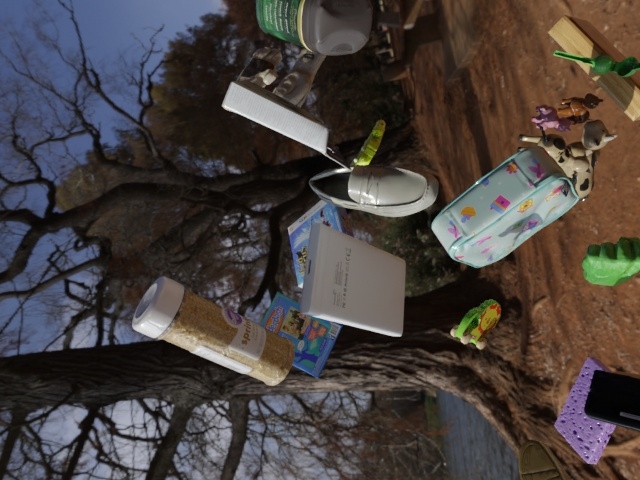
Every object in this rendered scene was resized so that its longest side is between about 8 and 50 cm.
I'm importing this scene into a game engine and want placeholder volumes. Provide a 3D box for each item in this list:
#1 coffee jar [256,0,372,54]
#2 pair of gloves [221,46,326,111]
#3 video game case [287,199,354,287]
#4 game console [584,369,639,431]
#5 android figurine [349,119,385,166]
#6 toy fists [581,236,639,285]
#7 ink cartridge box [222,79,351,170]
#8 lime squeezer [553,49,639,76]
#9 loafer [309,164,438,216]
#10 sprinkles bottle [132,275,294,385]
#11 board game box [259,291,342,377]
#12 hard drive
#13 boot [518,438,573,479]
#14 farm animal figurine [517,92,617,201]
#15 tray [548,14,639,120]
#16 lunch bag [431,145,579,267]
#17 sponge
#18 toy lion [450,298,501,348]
[{"bbox_3d":[-0.013,-0.314,0.569,0.184,0.096,0.079,46,143,44],"label":"coffee jar"},{"bbox_3d":[-0.118,-0.392,1.021,0.204,0.240,0.042,-65,-30,-13],"label":"pair of gloves"},{"bbox_3d":[0.000,0.000,1.442,0.061,0.244,0.270,24,-141,-39],"label":"video game case"},{"bbox_3d":[0.453,0.223,0.562,0.071,0.122,0.107,43,-115,-22],"label":"game console"},{"bbox_3d":[0.194,-0.377,1.700,0.248,0.056,0.273,-55,6,45],"label":"android figurine"},{"bbox_3d":[0.813,0.050,1.013,0.142,0.278,0.096,52,-136,-59],"label":"toy fists"},{"bbox_3d":[-0.046,-0.212,0.720,0.045,0.223,0.223,-61,14,17],"label":"ink cartridge box"},{"bbox_3d":[0.866,-0.524,1.219,0.109,0.310,0.059,-17,-54,-34],"label":"lime squeezer"},{"bbox_3d":[0.107,-0.116,0.922,0.111,0.319,0.112,13,-96,-46],"label":"loafer"},{"bbox_3d":[-0.225,0.210,0.910,0.355,0.121,0.121,35,-139,-29],"label":"sprinkles bottle"},{"bbox_3d":[-0.066,0.263,1.144,0.160,0.210,0.047,-62,2,-16],"label":"board game box"},{"bbox_3d":[0.104,0.118,1.120,0.352,0.047,0.233,22,-114,-36],"label":"hard drive"},{"bbox_3d":[0.439,0.440,0.682,0.077,0.165,0.213,-54,40,38],"label":"boot"},{"bbox_3d":[0.721,-0.249,1.157,0.330,0.172,0.327,-40,-54,-25],"label":"farm animal figurine"},{"bbox_3d":[0.964,-0.580,1.362,0.202,0.076,0.411,-16,-113,-37],"label":"tray"},{"bbox_3d":[0.398,-0.058,0.866,0.224,0.279,0.108,20,-142,-46],"label":"lunch bag"},{"bbox_3d":[0.636,0.395,0.957,0.117,0.031,0.210,-111,33,-70],"label":"sponge"},{"bbox_3d":[0.305,0.155,0.779,0.100,0.034,0.096,24,-84,-39],"label":"toy lion"}]
